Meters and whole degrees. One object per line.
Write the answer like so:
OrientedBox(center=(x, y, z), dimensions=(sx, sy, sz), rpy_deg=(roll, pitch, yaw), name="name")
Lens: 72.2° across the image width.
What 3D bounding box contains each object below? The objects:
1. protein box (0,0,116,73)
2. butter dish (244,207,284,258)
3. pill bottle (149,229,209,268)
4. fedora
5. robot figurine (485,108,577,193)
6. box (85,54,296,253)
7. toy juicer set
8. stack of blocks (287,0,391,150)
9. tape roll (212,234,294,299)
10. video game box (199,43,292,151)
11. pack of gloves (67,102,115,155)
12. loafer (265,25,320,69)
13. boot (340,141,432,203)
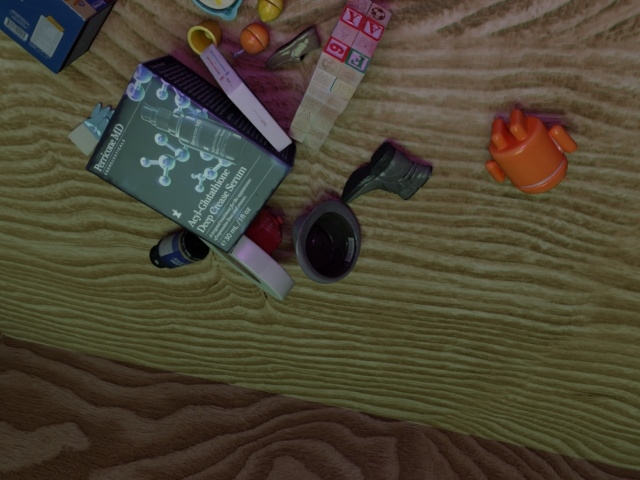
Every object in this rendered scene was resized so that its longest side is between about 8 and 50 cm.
OrientedBox(center=(-0.613, -0.534, 0.985), dimensions=(0.201, 0.135, 0.200), rpy_deg=(-26, 123, 39), name="protein box")
OrientedBox(center=(-0.170, -0.041, 1.402), dimensions=(0.118, 0.160, 0.160), rpy_deg=(-32, 127, 13), name="butter dish")
OrientedBox(center=(-0.521, 0.036, 1.606), dimensions=(0.219, 0.122, 0.122), rpy_deg=(-16, 129, 33), name="pill bottle")
OrientedBox(center=(0.000, 0.000, 1.348), dimensions=(0.124, 0.243, 0.275), rpy_deg=(17, 158, 48), name="fedora")
OrientedBox(center=(0.472, -0.193, 1.002), dimensions=(0.158, 0.128, 0.219), rpy_deg=(-45, 115, 9), name="robot figurine")
OrientedBox(center=(-0.304, -0.212, 1.102), dimensions=(0.396, 0.212, 0.293), rpy_deg=(33, 113, -15), name="box")
OrientedBox(center=(-0.180, -0.522, 0.886), dimensions=(0.210, 0.089, 0.328), rpy_deg=(14, 139, 4), name="toy juicer set")
OrientedBox(center=(0.028, -0.346, 0.946), dimensions=(0.087, 0.171, 0.297), rpy_deg=(26, 157, -9), name="stack of blocks")
OrientedBox(center=(-0.252, 0.052, 1.425), dimensions=(0.392, 0.072, 0.392), rpy_deg=(35, 166, 10), name="tape roll")
OrientedBox(center=(-0.165, -0.317, 0.990), dimensions=(0.048, 0.187, 0.205), rpy_deg=(-41, 144, 5), name="video game box")
OrientedBox(center=(-0.635, -0.303, 1.342), dimensions=(0.232, 0.046, 0.195), rpy_deg=(-24, 114, 34), name="pack of gloves")
OrientedBox(center=(-0.062, -0.419, 0.985), dimensions=(0.148, 0.056, 0.050), rpy_deg=(-19, 122, 35), name="loafer")
OrientedBox(center=(0.175, -0.147, 1.196), dimensions=(0.161, 0.083, 0.246), rpy_deg=(27, 140, -20), name="boot")
